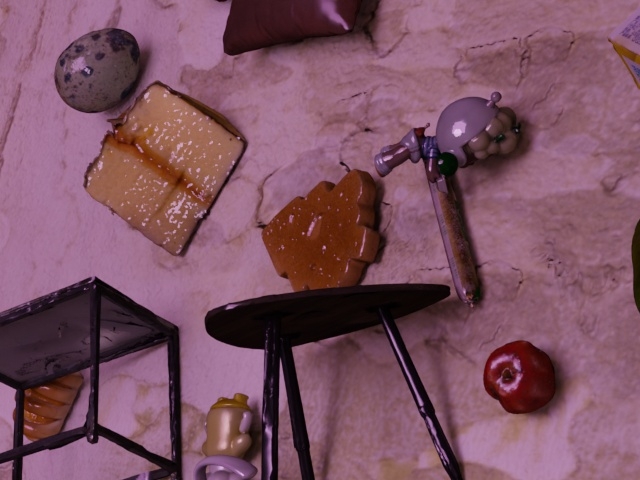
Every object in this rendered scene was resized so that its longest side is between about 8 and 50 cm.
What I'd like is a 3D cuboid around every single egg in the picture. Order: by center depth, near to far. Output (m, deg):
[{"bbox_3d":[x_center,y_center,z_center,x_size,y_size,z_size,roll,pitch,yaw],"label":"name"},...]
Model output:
[{"bbox_3d":[-0.412,-0.318,2.459,0.181,0.141,0.141,-40,44,14],"label":"egg"}]

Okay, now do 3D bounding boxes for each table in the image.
[{"bbox_3d":[-0.001,0.209,1.638,0.317,0.317,0.249,-23,70,41],"label":"table"},{"bbox_3d":[-0.415,0.263,2.046,0.335,0.222,0.272,-21,55,24],"label":"table"}]

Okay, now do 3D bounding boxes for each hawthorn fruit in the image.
[{"bbox_3d":[0.226,0.157,1.525,0.093,0.093,0.093,-25,54,40],"label":"hawthorn fruit"}]

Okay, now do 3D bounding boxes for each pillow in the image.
[{"bbox_3d":[-0.018,-0.449,2.093,0.305,0.108,0.308,-1,71,48],"label":"pillow"}]

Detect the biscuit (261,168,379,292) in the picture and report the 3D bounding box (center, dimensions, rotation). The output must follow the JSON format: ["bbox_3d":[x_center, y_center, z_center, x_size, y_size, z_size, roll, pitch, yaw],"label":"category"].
[{"bbox_3d":[0.000,0.000,1.905,0.238,0.041,0.212,6,83,50],"label":"biscuit"}]

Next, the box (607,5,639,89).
[{"bbox_3d":[0.456,-0.194,1.390,0.168,0.097,0.265,-44,41,-3],"label":"box"}]

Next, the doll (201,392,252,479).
[{"bbox_3d":[-0.135,0.302,1.893,0.106,0.062,0.163,-20,57,48],"label":"doll"}]

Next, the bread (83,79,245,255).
[{"bbox_3d":[-0.263,-0.121,2.159,0.240,0.178,0.135,-57,38,9],"label":"bread"}]

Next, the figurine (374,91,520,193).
[{"bbox_3d":[0.168,-0.122,1.713,0.197,0.093,0.147,-29,15,32],"label":"figurine"}]

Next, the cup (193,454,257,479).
[{"bbox_3d":[-0.094,0.376,1.748,0.142,0.134,0.174,-14,67,44],"label":"cup"}]

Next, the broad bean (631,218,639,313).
[{"bbox_3d":[0.410,-0.012,1.436,0.144,0.049,0.292,5,76,41],"label":"broad bean"}]

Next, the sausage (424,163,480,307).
[{"bbox_3d":[0.170,-0.024,1.725,0.033,0.033,0.269,-37,47,32],"label":"sausage"}]

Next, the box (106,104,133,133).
[{"bbox_3d":[-0.293,-0.194,2.293,0.177,0.111,0.111,4,75,49],"label":"box"}]

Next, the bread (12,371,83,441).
[{"bbox_3d":[-0.478,0.264,2.294,0.119,0.084,0.177,28,98,52],"label":"bread"}]
